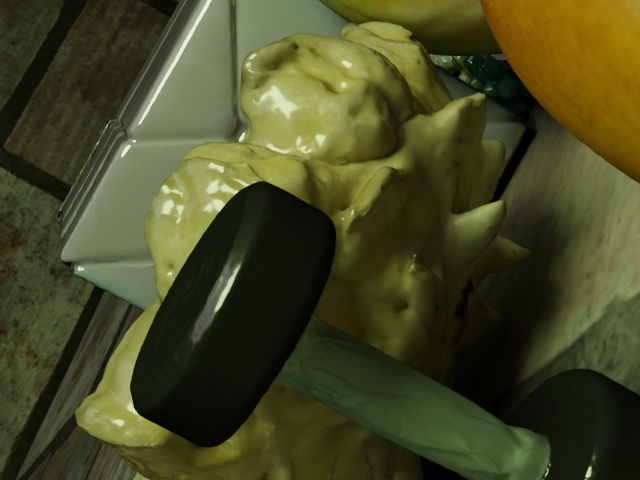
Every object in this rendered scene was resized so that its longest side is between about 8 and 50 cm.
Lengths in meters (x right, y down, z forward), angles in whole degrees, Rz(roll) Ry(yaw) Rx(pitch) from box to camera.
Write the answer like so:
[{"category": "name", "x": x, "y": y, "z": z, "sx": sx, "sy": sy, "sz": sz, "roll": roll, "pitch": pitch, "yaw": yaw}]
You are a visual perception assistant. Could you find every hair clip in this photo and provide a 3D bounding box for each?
[{"category": "hair clip", "x": 0.119, "y": -0.114, "z": 0.905, "sx": 0.049, "sy": 0.049, "sz": 0.173, "roll": -60, "pitch": 13, "yaw": 3}]

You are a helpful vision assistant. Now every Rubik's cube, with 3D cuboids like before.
[{"category": "Rubik's cube", "x": -0.031, "y": -0.042, "z": 0.916, "sx": 0.221, "sy": 0.231, "sz": 0.224, "roll": -61, "pitch": 11, "yaw": 1}]

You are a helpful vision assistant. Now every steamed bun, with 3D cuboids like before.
[{"category": "steamed bun", "x": 0.012, "y": 0.047, "z": 0.665, "sx": 0.295, "sy": 0.137, "sz": 0.292, "roll": -35, "pitch": -39, "yaw": -60}]

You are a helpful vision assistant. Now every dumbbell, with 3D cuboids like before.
[{"category": "dumbbell", "x": 0.032, "y": 0.063, "z": 0.514, "sx": 0.100, "sy": 0.191, "sz": 0.100, "roll": -55, "pitch": 15, "yaw": 22}]

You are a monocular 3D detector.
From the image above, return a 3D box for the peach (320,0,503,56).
[{"category": "peach", "x": 0.097, "y": -0.268, "z": 0.742, "sx": 0.316, "sy": 0.314, "sz": 0.281, "roll": -41, "pitch": -22, "yaw": -27}]

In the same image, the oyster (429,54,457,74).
[{"category": "oyster", "x": 0.090, "y": -0.138, "z": 1.090, "sx": 0.100, "sy": 0.037, "sz": 0.098, "roll": -52, "pitch": 15, "yaw": 36}]

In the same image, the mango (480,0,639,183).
[{"category": "mango", "x": 0.132, "y": -0.078, "z": 0.403, "sx": 0.138, "sy": 0.187, "sz": 0.257, "roll": -56, "pitch": 2, "yaw": 29}]
